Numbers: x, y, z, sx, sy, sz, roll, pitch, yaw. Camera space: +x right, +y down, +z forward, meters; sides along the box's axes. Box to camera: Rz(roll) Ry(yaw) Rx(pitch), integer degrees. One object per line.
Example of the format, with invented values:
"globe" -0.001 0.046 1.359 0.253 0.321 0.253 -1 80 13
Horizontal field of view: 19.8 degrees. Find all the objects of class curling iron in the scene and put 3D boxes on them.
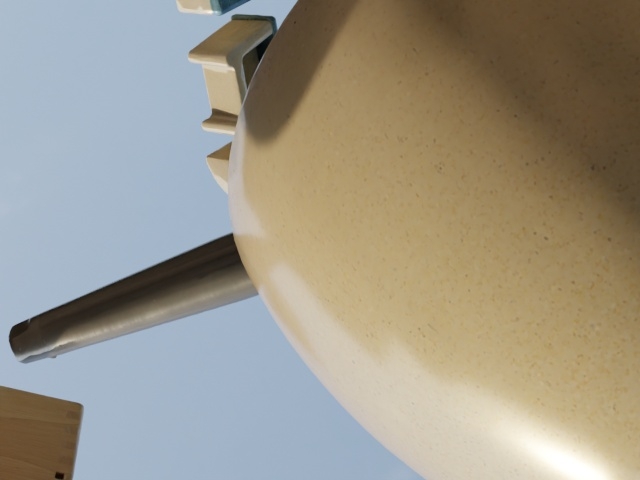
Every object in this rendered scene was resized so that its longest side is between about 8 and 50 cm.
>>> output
"curling iron" 0.000 0.000 0.769 0.274 0.035 0.068 -23 178 0

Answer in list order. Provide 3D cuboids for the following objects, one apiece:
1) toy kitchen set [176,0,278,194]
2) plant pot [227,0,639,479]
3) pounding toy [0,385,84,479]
"toy kitchen set" 0.002 -0.135 1.366 0.166 0.207 0.122 10 -148 37
"plant pot" 0.130 0.013 0.664 0.284 0.284 0.191 -31 -131 4
"pounding toy" -0.205 0.169 1.097 0.130 0.141 0.100 14 -139 -10
